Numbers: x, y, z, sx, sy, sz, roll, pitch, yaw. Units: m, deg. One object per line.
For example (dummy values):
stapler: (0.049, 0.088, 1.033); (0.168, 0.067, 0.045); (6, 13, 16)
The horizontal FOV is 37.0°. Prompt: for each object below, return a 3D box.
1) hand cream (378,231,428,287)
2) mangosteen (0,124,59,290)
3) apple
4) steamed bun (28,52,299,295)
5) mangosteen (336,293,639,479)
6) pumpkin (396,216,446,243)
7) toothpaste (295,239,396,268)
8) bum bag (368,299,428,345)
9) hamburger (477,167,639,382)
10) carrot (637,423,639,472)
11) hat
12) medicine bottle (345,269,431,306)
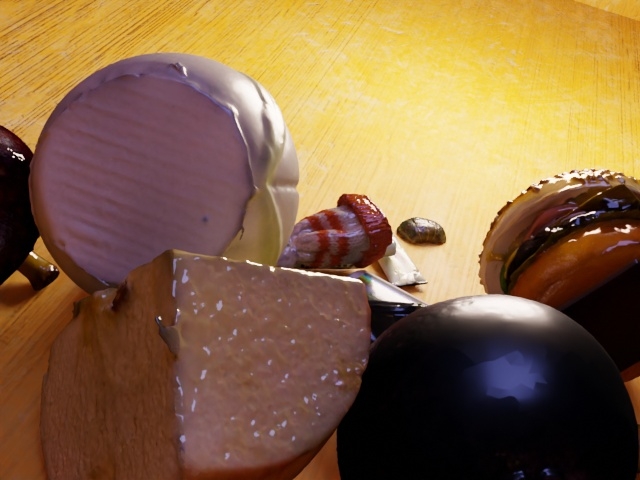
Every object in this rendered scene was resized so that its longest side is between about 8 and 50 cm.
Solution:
hand cream: (0.101, 0.017, 1.406); (0.061, 0.039, 0.143); (-4, 42, -28)
mangosteen: (-0.408, -0.019, 1.109); (0.261, 0.235, 0.235); (43, 8, -46)
apple: (-0.132, 0.135, 0.915); (0.252, 0.309, 0.314); (48, 50, -6)
steamed bun: (-0.163, -0.060, 1.089); (0.309, 0.309, 0.309); (11, 33, -7)
mangosteen: (0.161, 0.179, 0.950); (0.297, 0.297, 0.313); (12, 41, -6)
pumpkin: (0.161, -0.019, 1.491); (0.083, 0.028, 0.050); (5, 32, -23)
toothpaste: (-0.073, 0.008, 1.303); (0.392, 0.099, 0.061); (0, 74, -22)
bum bag: (0.022, 0.110, 1.138); (0.232, 0.107, 0.060); (6, 23, 14)
hamburger: (0.351, 0.042, 1.264); (0.291, 0.291, 0.225); (6, 39, -14)
carrot: (0.348, 0.244, 1.143); (0.260, 0.070, 0.070); (11, 33, -9)
hat: (0.000, 0.000, 1.246); (0.162, 0.094, 0.112); (-11, 29, -19)
medicine bottle: (0.112, 0.123, 1.211); (0.219, 0.078, 0.115); (28, 34, 18)
